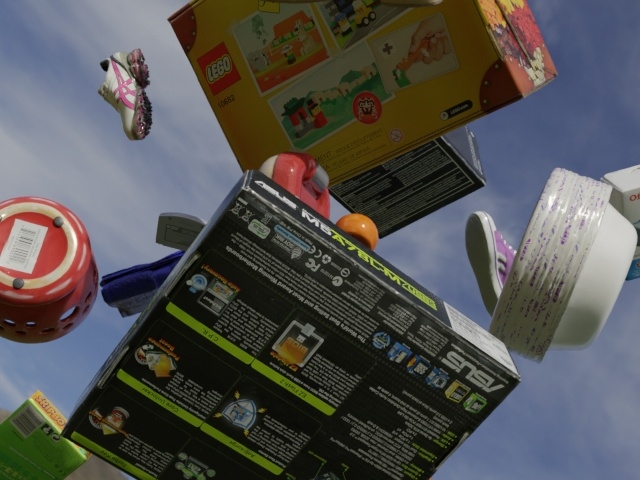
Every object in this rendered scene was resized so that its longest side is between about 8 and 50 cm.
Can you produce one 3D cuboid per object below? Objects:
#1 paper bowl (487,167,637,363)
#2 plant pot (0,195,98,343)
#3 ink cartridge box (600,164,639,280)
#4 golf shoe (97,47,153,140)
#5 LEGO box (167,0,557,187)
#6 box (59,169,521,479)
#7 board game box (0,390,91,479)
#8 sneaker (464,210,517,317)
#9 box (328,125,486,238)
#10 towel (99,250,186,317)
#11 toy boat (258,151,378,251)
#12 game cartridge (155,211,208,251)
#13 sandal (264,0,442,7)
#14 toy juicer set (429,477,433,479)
[{"bbox_3d":[0.362,0.048,1.106,0.148,0.284,0.284,23,-38,16],"label":"paper bowl"},{"bbox_3d":[-0.427,0.041,1.115,0.191,0.191,0.174,40,-30,1],"label":"plant pot"},{"bbox_3d":[0.607,-0.038,1.389,0.139,0.082,0.191,-16,-63,-2],"label":"ink cartridge box"},{"bbox_3d":[-0.335,-0.243,1.282,0.085,0.186,0.067,-12,-30,1],"label":"golf shoe"},{"bbox_3d":[0.052,-0.307,1.189,0.500,0.193,0.373,-22,-84,35],"label":"LEGO box"},{"bbox_3d":[-0.017,0.086,0.429,0.190,0.045,0.184,34,-72,-12],"label":"box"},{"bbox_3d":[-0.467,0.344,1.128,0.259,0.039,0.124,-39,-85,17],"label":"board game box"},{"bbox_3d":[0.455,0.039,1.840,0.102,0.161,0.282,33,-37,64],"label":"sneaker"},{"bbox_3d":[0.161,-0.199,1.674,0.296,0.183,0.294,-28,-47,27],"label":"box"},{"bbox_3d":[-0.311,0.075,1.623,0.228,0.308,0.076,110,-38,-75],"label":"towel"},{"bbox_3d":[0.000,0.000,0.960,0.151,0.231,0.151,-3,-18,20],"label":"toy boat"},{"bbox_3d":[-0.198,-0.011,1.099,0.083,0.017,0.056,15,-60,0],"label":"game cartridge"},{"bbox_3d":[0.032,-0.333,0.903,0.240,0.088,0.079,9,-57,21],"label":"sandal"},{"bbox_3d":[0.211,0.570,1.664,0.329,0.209,0.090,-2,-94,39],"label":"toy juicer set"}]
